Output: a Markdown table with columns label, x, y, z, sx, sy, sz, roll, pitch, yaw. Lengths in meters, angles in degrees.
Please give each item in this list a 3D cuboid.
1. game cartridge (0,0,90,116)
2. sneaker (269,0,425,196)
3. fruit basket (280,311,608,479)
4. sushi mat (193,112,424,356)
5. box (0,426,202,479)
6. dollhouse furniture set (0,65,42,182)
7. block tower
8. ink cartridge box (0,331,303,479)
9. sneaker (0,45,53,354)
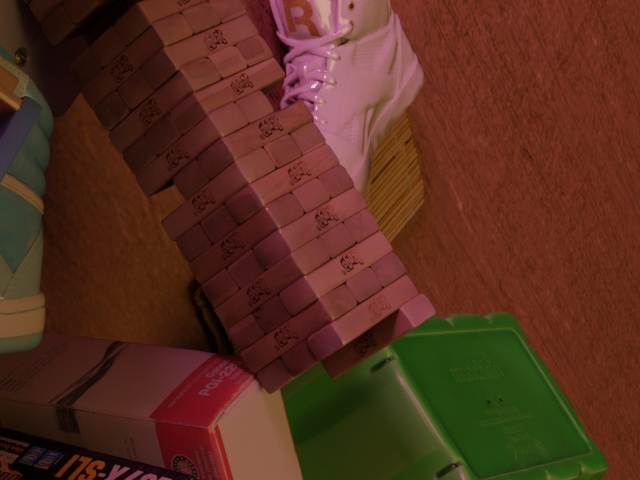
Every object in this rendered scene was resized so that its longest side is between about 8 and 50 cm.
| label | x | y | z | sx | sy | sz | roll | pitch | yaw |
| --- | --- | --- | --- | --- | --- | --- | --- | --- | --- |
| game cartridge | -0.221 | -0.231 | 1.207 | 0.196 | 0.060 | 0.294 | -63 | 141 | -32 |
| sneaker | -0.015 | -0.127 | 1.487 | 0.292 | 0.108 | 0.169 | -61 | 139 | -44 |
| fruit basket | 0.023 | 0.244 | 1.521 | 0.392 | 0.392 | 0.283 | -7 | 60 | -55 |
| sushi mat | 0.000 | 0.000 | 1.590 | 0.316 | 0.019 | 0.151 | -50 | 137 | -38 |
| box | -0.144 | 0.268 | 1.225 | 0.079 | 0.257 | 0.322 | -52 | 136 | -37 |
| dollhouse furniture set | -0.305 | -0.117 | 0.944 | 0.286 | 0.198 | 0.303 | 36 | 60 | -24 |
| block tower | -0.064 | -0.060 | 1.195 | 0.097 | 0.091 | 0.335 | -31 | 87 | -48 |
| ink cartridge box | -0.127 | 0.157 | 1.264 | 0.092 | 0.217 | 0.159 | -46 | 132 | -48 |
| sneaker | -0.270 | -0.035 | 1.098 | 0.319 | 0.127 | 0.208 | 4 | 93 | -70 |
